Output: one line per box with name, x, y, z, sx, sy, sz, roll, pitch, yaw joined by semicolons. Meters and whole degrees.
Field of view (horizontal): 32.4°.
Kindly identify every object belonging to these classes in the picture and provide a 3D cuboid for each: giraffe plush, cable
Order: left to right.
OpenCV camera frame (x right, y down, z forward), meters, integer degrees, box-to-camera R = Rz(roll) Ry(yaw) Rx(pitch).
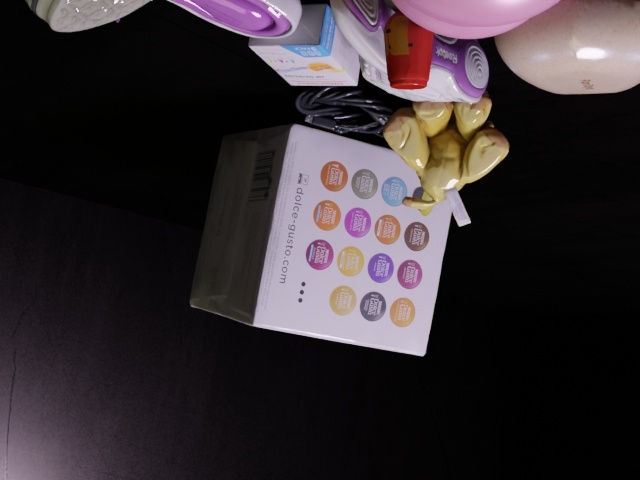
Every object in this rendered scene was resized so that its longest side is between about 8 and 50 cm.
cable;0.052;-0.209;1.751;0.184;0.047;0.150;13;164;-2
giraffe plush;0.200;-0.147;1.689;0.181;0.210;0.170;-5;-161;12

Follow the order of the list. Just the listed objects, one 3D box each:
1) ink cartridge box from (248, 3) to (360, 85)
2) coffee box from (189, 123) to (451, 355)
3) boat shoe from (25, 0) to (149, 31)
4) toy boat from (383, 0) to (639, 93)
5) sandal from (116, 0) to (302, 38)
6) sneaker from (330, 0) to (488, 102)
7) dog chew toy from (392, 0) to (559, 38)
ink cartridge box;-0.010;-0.255;1.488;0.104;0.062;0.181;4;169;23
coffee box;0.000;0.000;1.969;0.334;0.338;0.338;13;176;-24
boat shoe;-0.103;-0.337;0.783;0.186;0.156;0.500;-23;173;-42
toy boat;0.221;-0.243;1.196;0.318;0.148;0.267;1;179;13
sandal;-0.210;-0.305;1.276;0.416;0.102;0.169;15;166;-22
sneaker;0.086;-0.234;1.377;0.152;0.114;0.305;-1;166;36
dog chew toy;0.133;-0.270;0.966;0.206;0.207;0.332;8;177;1
